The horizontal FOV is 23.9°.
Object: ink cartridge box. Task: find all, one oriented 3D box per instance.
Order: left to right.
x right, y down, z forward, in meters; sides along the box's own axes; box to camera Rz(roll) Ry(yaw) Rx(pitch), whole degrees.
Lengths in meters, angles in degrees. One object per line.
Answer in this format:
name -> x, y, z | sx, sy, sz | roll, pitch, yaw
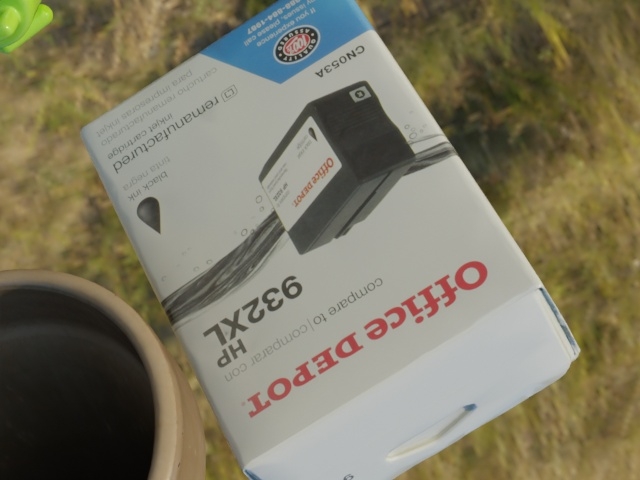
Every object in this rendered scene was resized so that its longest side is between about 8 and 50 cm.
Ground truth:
ink cartridge box -> 0.000, 0.000, 1.042 | 0.223, 0.307, 0.129 | -32, 148, 4

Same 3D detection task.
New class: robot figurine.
robot figurine -> -0.213, -0.171, 0.984 | 0.067, 0.115, 0.101 | -21, 128, 22

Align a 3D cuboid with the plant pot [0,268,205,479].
plant pot -> -0.170, 0.186, 0.935 | 0.263, 0.263, 0.229 | -24, 143, 3
